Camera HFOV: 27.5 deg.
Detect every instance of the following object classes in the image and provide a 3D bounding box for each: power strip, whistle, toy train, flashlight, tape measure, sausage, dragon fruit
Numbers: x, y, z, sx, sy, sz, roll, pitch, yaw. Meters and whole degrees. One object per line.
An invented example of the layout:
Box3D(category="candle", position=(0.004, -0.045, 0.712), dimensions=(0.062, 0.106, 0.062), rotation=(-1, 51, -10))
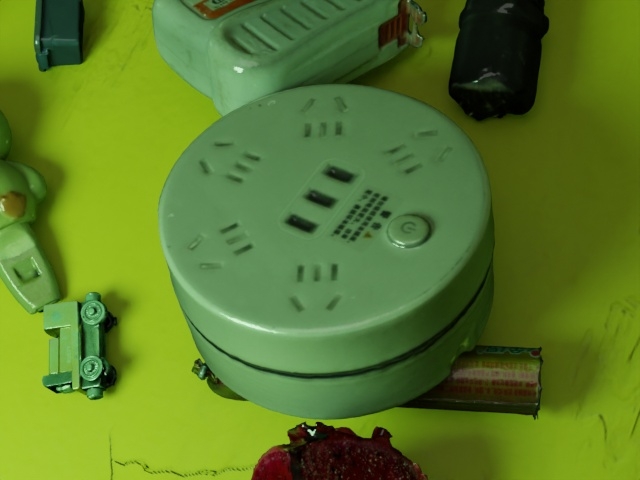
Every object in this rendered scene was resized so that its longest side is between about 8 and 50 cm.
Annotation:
Box3D(category="power strip", position=(0.000, 0.000, 1.346), dimensions=(0.358, 0.161, 0.357), rotation=(-5, 51, 6))
Box3D(category="whistle", position=(-0.384, -0.060, 1.480), dimensions=(0.141, 0.141, 0.294), rotation=(-34, 70, -6))
Box3D(category="toy train", position=(-0.266, 0.117, 1.442), dimensions=(0.081, 0.050, 0.122), rotation=(-7, 69, 9))
Box3D(category="flashlight", position=(0.224, -0.343, 1.538), dimensions=(0.103, 0.103, 0.423), rotation=(7, 68, 10))
Box3D(category="tape measure", position=(-0.048, -0.243, 1.497), dimensions=(0.243, 0.125, 0.246), rotation=(-32, 53, -26))
Box3D(category="sausage", position=(0.046, 0.140, 1.380), dimensions=(0.372, 0.082, 0.082), rotation=(2, 69, 9))
Box3D(category="dragon fruit", position=(0.015, 0.286, 1.283), dimensions=(0.189, 0.163, 0.261), rotation=(-6, 101, 31))

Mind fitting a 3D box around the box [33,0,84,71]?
Box3D(category="box", position=(-0.315, -0.259, 1.585), dimensions=(0.054, 0.074, 0.099), rotation=(1, 68, -7))
